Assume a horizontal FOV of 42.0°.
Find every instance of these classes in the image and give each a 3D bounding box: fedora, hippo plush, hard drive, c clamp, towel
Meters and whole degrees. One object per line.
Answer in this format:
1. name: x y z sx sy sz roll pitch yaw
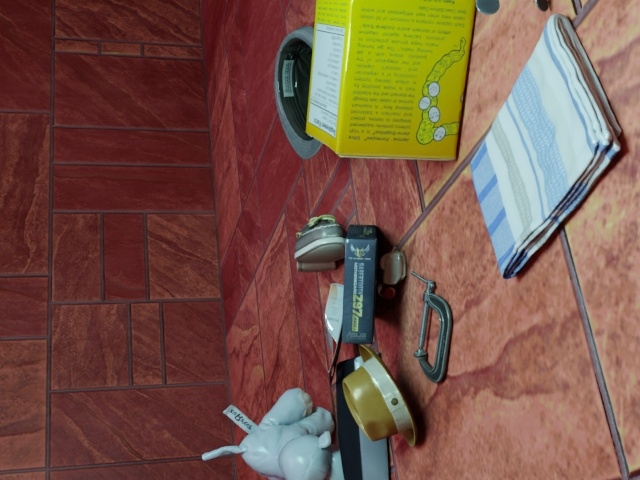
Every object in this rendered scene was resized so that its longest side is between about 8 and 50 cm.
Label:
1. fedora: 0.091 0.275 1.420 0.194 0.079 0.194 59 169 19
2. hippo plush: -0.036 0.431 1.758 0.236 0.294 0.234 -7 52 55
3. hard drive: 0.078 0.351 1.624 0.172 0.054 0.255 141 127 -70
4. fedora: 0.009 -0.303 1.696 0.276 0.124 0.244 63 145 34
5. c clamp: 0.177 0.142 1.343 0.137 0.022 0.161 -152 64 -66
6. towel: 0.259 -0.107 1.021 0.285 0.034 0.209 112 154 -54

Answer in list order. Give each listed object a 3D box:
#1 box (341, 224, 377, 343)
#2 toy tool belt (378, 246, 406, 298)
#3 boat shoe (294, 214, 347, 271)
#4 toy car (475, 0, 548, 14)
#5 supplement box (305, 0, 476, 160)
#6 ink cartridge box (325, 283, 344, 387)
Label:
1. box: 0.072 0.072 1.513 0.233 0.059 0.184 -65 -23 -83
2. toy tool belt: 0.127 0.057 1.475 0.051 0.052 0.083 -50 -36 -73
3. boat shoe: 0.000 0.000 1.762 0.324 0.116 0.097 112 156 -79
4. toy car: 0.205 -0.349 1.026 0.149 0.155 0.189 119 135 -60
5. supplement box: 0.105 -0.315 1.266 0.194 0.195 0.357 -131 44 -67
6. ink cartridge box: 0.022 0.194 1.688 0.145 0.045 0.179 86 -161 -68
